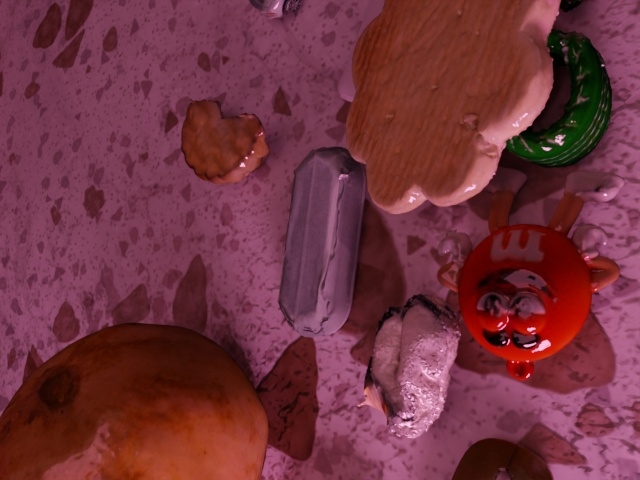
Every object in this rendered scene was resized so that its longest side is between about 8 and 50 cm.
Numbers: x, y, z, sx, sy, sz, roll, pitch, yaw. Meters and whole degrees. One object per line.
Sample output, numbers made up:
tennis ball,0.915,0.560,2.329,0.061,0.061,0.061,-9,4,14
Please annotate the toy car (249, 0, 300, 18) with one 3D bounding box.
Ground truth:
toy car,-0.034,-0.414,0.930,0.204,0.056,0.095,-52,55,19

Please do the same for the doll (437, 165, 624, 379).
doll,0.200,0.027,0.659,0.183,0.085,0.217,10,79,38

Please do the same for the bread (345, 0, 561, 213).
bread,0.126,-0.176,0.680,0.316,0.054,0.315,-23,62,53

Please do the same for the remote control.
remote control,0.000,0.000,0.835,0.104,0.052,0.247,5,88,39

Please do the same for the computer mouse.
computer mouse,0.168,0.302,0.658,0.102,0.045,0.198,20,95,35

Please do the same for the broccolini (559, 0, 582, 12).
broccolini,0.318,-0.297,0.660,0.201,0.058,0.073,-16,114,16

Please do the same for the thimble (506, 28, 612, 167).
thimble,0.231,-0.143,0.659,0.118,0.090,0.130,37,105,38

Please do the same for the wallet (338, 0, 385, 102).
wallet,0.087,-0.260,0.825,0.095,0.033,0.189,23,97,36

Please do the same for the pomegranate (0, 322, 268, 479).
pomegranate,-0.228,0.274,0.814,0.338,0.338,0.337,-7,78,36

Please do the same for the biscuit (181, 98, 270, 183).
biscuit,-0.143,-0.141,0.962,0.183,0.061,0.118,28,101,39

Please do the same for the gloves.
gloves,0.101,0.131,0.717,0.114,0.071,0.153,33,111,64
